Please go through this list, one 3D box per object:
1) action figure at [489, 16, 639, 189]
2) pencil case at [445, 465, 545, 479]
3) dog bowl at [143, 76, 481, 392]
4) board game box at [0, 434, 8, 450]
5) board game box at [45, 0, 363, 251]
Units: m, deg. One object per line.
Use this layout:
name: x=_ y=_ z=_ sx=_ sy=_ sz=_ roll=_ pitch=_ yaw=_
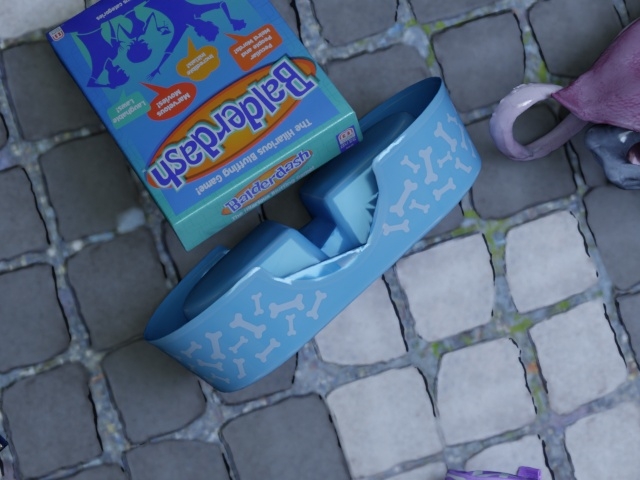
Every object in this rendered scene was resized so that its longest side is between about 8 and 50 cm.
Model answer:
action figure: x=0.328 y=-0.198 z=1.310 sx=0.275 sy=0.248 sz=0.370 roll=14 pitch=86 yaw=23
pencil case: x=0.127 y=0.277 z=1.289 sx=0.088 sy=0.086 sz=0.206 roll=10 pitch=87 yaw=-38
dog bowl: x=0.000 y=0.000 z=1.262 sx=0.297 sy=0.166 sz=0.074 roll=-42 pitch=102 yaw=-6
board game box: x=-0.385 y=0.181 z=1.272 sx=0.243 sy=0.042 sz=0.165 roll=-43 pitch=91 yaw=-6
board game box: x=-0.091 y=-0.118 z=1.271 sx=0.160 sy=0.047 sz=0.210 roll=-33 pitch=64 yaw=-6
